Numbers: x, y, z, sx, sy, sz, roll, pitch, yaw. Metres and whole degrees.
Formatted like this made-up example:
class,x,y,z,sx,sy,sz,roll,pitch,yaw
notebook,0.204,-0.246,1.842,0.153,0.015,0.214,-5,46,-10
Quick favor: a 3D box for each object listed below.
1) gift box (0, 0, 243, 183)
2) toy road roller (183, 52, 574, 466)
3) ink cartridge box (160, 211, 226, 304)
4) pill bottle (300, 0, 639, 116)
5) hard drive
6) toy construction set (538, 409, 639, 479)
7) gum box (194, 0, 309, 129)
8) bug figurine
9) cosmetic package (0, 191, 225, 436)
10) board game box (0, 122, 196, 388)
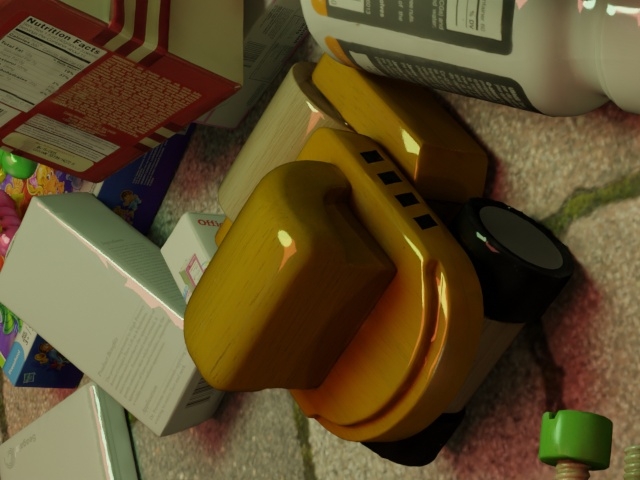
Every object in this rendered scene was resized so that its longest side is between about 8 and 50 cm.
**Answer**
class,x,y,z,sx,sy,sz,roll,pitch,yaw
gift box,-0.234,-0.227,1.178,0.276,0.255,0.258,-22,56,38
toy road roller,0.000,0.000,1.009,0.202,0.241,0.329,-57,49,25
ink cartridge box,-0.073,0.036,1.195,0.052,0.088,0.122,-53,50,32
pill bottle,0.133,-0.174,0.941,0.278,0.162,0.162,19,99,37
hard drive,-0.241,0.321,1.372,0.203,0.040,0.307,-35,61,39
toy construction set,0.303,0.063,0.720,0.309,0.257,0.237,-3,69,27
gum box,-0.071,-0.206,1.246,0.188,0.062,0.107,-49,53,30
bug figurine,-0.331,-0.095,1.356,0.216,0.072,0.279,62,147,34
cosmetic package,-0.183,0.063,1.259,0.231,0.085,0.117,38,113,22
board game box,-0.273,-0.053,1.431,0.233,0.078,0.347,45,117,41
